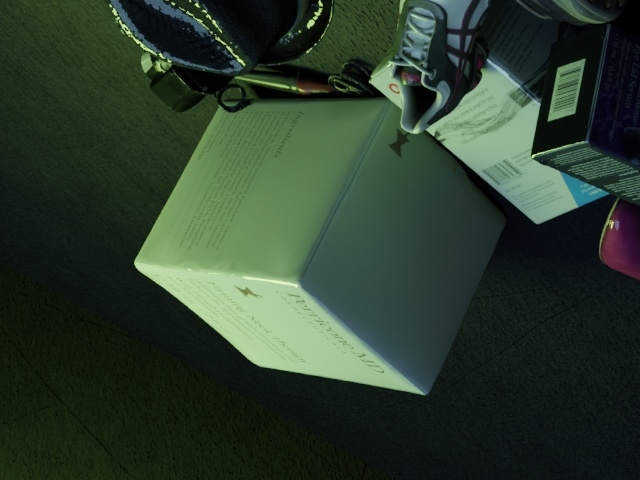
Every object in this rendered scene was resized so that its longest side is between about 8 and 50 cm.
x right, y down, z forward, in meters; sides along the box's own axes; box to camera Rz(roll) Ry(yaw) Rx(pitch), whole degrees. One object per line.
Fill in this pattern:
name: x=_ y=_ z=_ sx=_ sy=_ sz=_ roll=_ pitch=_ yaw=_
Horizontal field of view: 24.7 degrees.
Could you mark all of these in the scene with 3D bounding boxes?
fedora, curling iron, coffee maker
fedora: x=-0.156 y=-0.311 z=1.826 sx=0.334 sy=0.152 sz=0.334 roll=16 pitch=141 yaw=14
curling iron: x=-0.028 y=-0.246 z=2.209 sx=0.274 sy=0.035 sz=0.068 roll=10 pitch=144 yaw=39
coffee maker: x=-0.197 y=-0.256 z=2.247 sx=0.178 sy=0.120 sz=0.171 roll=159 pitch=91 yaw=-75

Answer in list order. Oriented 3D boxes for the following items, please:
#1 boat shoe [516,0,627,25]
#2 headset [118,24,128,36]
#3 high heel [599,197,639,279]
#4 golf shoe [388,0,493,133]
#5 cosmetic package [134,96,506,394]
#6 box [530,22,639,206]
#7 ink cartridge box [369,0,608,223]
boat shoe: x=0.186 y=-0.355 z=1.622 sx=0.355 sy=0.132 sz=0.130 roll=41 pitch=154 yaw=-16
headset: x=-0.234 y=-0.441 z=2.021 sx=0.243 sy=0.185 sz=0.394 roll=32 pitch=141 yaw=12
high heel: x=0.489 y=0.025 z=1.906 sx=0.181 sy=0.127 sz=0.377 roll=29 pitch=-176 yaw=29
golf shoe: x=0.131 y=-0.235 z=1.637 sx=0.105 sy=0.120 sz=0.273 roll=20 pitch=148 yaw=24
cosmetic package: x=0.000 y=0.000 z=2.249 sx=0.394 sy=0.327 sz=0.329 roll=5 pitch=150 yaw=47
box: x=0.367 y=-0.139 z=1.715 sx=0.207 sy=0.153 sz=0.108 roll=19 pitch=164 yaw=-26
ink cartridge box: x=0.250 y=-0.183 z=1.869 sx=0.307 sy=0.129 sz=0.223 roll=39 pitch=155 yaw=-12
